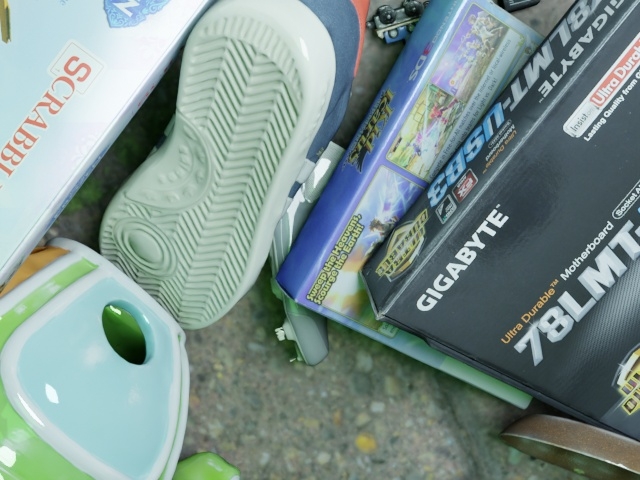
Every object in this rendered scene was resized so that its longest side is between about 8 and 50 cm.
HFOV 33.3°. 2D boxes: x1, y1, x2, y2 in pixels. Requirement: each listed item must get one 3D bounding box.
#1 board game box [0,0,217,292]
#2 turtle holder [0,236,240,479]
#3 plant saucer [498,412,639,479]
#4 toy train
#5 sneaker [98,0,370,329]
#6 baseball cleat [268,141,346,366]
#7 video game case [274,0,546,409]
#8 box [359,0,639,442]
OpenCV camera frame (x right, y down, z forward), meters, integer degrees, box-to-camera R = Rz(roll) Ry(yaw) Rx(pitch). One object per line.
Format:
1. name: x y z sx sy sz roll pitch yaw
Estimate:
1. board game box: -0.263 -0.156 0.682 0.318 0.066 0.319 37 85 -7
2. turtle holder: -0.195 0.145 0.822 0.320 0.243 0.227 36 69 -3
3. plant saucer: 0.232 0.179 0.889 0.168 0.168 0.029 21 78 -6
4. toy train: 0.115 -0.193 0.892 0.158 0.027 0.036 -15 110 -1
5. sneaker: -0.056 -0.065 0.806 0.131 0.148 0.350 38 136 0
6. baseball cleat: 0.000 0.000 0.892 0.109 0.072 0.206 -14 100 0
7. video game case: 0.132 -0.028 0.864 0.244 0.061 0.270 27 96 -26
8. box: 0.230 -0.008 0.794 0.293 0.073 0.296 27 112 -28
